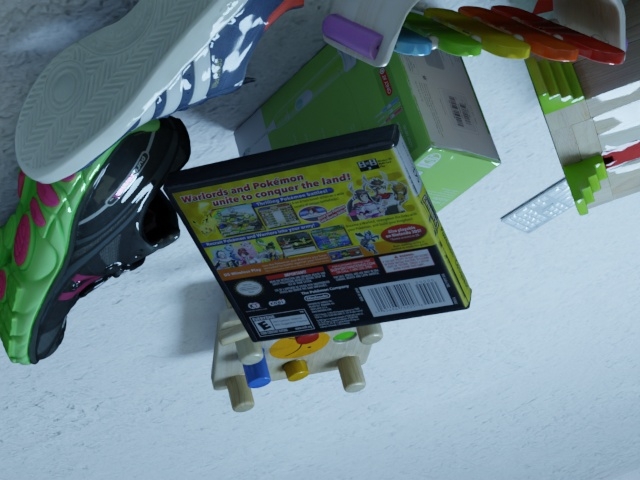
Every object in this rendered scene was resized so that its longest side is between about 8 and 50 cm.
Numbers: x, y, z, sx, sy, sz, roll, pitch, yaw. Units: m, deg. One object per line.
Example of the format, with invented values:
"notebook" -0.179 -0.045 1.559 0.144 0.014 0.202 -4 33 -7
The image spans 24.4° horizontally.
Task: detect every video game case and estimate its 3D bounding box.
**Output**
"video game case" 0.000 0.000 1.640 0.274 0.035 0.248 -10 129 23

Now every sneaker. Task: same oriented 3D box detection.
"sneaker" -0.157 -0.169 1.517 0.350 0.131 0.148 -38 148 18
"sneaker" -0.277 0.008 1.775 0.202 0.185 0.483 1 150 -25

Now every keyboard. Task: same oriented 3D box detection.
"keyboard" 0.384 -0.082 2.183 0.256 0.014 0.072 -34 149 31

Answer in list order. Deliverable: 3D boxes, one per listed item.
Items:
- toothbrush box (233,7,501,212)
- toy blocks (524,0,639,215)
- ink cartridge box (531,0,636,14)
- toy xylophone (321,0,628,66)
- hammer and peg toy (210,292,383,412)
"toothbrush box" 0.046 -0.108 1.713 0.122 0.206 0.283 10 142 -42
"toy blocks" 0.394 -0.171 1.746 0.261 0.191 0.381 -20 154 10
"ink cartridge box" 0.348 -0.301 1.703 0.179 0.045 0.145 -12 153 -16
"toy xylophone" 0.151 -0.238 1.505 0.322 0.236 0.081 -1 112 -22
"hammer and peg toy" -0.037 0.123 2.205 0.266 0.127 0.361 -9 153 -11
